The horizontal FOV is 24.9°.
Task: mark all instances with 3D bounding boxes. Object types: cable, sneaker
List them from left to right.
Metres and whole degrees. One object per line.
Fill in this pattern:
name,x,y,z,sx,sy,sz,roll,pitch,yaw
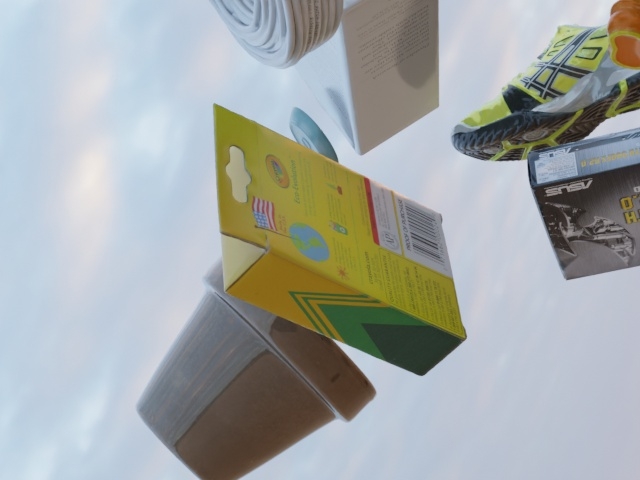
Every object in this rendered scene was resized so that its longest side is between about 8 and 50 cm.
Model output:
cable,-0.065,-0.309,1.536,0.089,0.257,0.257,-25,-5,-18
sneaker,0.369,-0.236,2.187,0.145,0.385,0.147,25,-135,-62

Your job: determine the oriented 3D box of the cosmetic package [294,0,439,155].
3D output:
cosmetic package,0.048,-0.331,2.086,0.161,0.230,0.453,-32,-19,-7

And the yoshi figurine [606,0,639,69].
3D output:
yoshi figurine,0.487,-0.394,1.928,0.203,0.204,0.362,134,151,-66

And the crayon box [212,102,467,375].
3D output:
crayon box,0.000,0.000,1.557,0.081,0.319,0.202,-44,34,32

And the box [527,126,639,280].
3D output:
box,0.364,-0.048,1.626,0.183,0.231,0.056,62,-158,-47

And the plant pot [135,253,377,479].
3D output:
plant pot,-0.101,0.175,1.784,0.229,0.263,0.263,-44,-21,-6

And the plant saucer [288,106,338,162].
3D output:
plant saucer,-0.016,-0.161,2.334,0.021,0.119,0.119,-38,-25,-12
